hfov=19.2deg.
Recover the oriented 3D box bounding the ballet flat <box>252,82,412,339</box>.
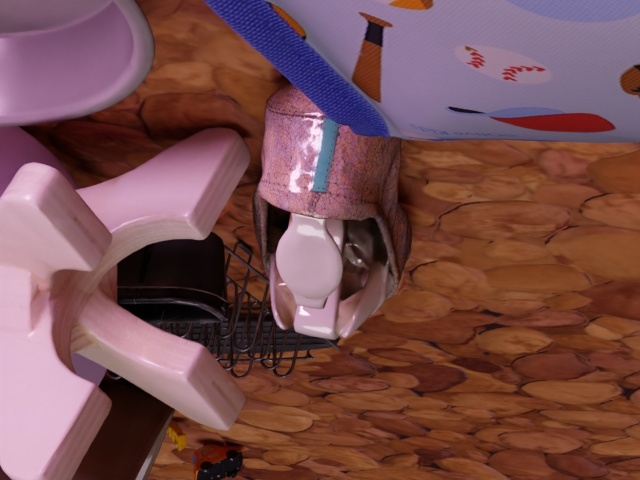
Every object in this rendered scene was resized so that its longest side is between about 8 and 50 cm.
[{"bbox_3d":[0.000,0.000,1.181,0.107,0.106,0.316,6,160,8],"label":"ballet flat"}]

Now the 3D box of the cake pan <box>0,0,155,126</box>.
[{"bbox_3d":[-0.225,-0.140,0.961,0.293,0.054,0.293,7,160,3],"label":"cake pan"}]

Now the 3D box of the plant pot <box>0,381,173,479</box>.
[{"bbox_3d":[-0.325,0.240,1.747,0.280,0.323,0.323,25,160,1],"label":"plant pot"}]

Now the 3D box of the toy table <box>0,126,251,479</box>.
[{"bbox_3d":[-0.161,0.029,1.166,0.161,0.252,0.274,12,164,34],"label":"toy table"}]

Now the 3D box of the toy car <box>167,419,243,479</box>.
[{"bbox_3d":[-0.120,0.206,1.931,0.040,0.060,0.122,47,164,37],"label":"toy car"}]

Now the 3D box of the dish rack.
[{"bbox_3d":[-0.115,0.061,1.446,0.208,0.074,0.271,-1,159,26],"label":"dish rack"}]

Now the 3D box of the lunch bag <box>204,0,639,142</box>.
[{"bbox_3d":[0.098,-0.175,0.478,0.328,0.239,0.385,1,166,25],"label":"lunch bag"}]
